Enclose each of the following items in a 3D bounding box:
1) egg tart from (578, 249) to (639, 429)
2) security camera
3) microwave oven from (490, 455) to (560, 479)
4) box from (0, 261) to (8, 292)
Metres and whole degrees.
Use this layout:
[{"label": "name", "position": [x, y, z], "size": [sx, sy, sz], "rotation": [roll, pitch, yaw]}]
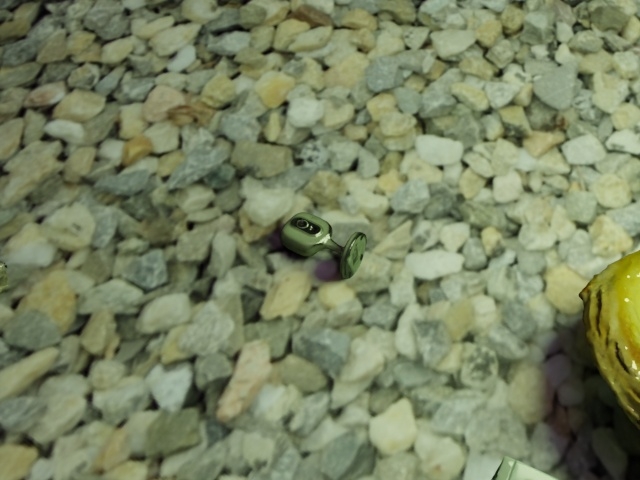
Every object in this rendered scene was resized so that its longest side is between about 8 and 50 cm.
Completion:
[{"label": "egg tart", "position": [0.402, 0.130, 1.012], "size": [0.315, 0.120, 0.315], "rotation": [5, 44, -5]}, {"label": "security camera", "position": [0.000, 0.000, 1.111], "size": [0.092, 0.058, 0.058], "rotation": [22, 52, 20]}, {"label": "microwave oven", "position": [0.171, 0.316, 0.838], "size": [0.162, 0.122, 0.208], "rotation": [24, 53, 11]}, {"label": "box", "position": [-0.373, 0.028, 1.034], "size": [0.098, 0.045, 0.062], "rotation": [33, 56, 16]}]
